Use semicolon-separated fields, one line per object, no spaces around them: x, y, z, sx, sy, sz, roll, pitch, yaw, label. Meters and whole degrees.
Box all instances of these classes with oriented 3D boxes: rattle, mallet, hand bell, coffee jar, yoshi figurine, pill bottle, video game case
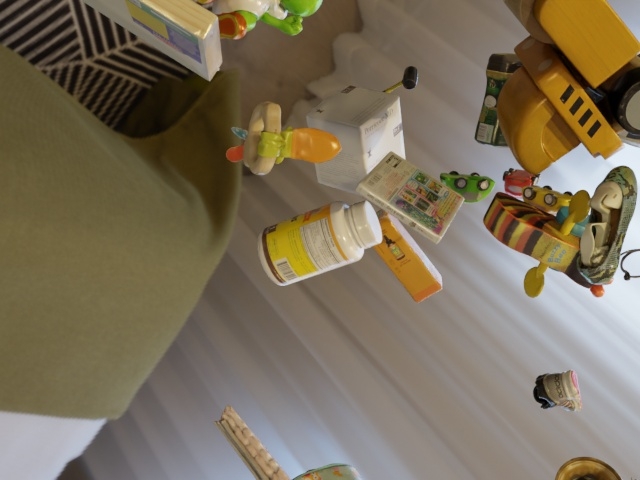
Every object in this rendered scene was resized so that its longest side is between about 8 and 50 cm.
-0.073;-0.171;1.263;0.143;0.130;0.200;-13;174;-22;rattle
0.188;-0.415;1.953;0.190;0.062;0.039;-18;133;43;mallet
0.509;0.529;1.401;0.126;0.126;0.242;-33;144;-16;hand bell
0.374;-0.284;1.451;0.096;0.079;0.184;-2;110;-26;coffee jar
-0.122;-0.596;1.745;0.362;0.203;0.203;-35;158;-51;yoshi figurine
0.000;0.000;1.325;0.215;0.117;0.117;-20;154;18;pill bottle
0.140;-0.070;1.093;0.019;0.143;0.157;-60;173;33;video game case

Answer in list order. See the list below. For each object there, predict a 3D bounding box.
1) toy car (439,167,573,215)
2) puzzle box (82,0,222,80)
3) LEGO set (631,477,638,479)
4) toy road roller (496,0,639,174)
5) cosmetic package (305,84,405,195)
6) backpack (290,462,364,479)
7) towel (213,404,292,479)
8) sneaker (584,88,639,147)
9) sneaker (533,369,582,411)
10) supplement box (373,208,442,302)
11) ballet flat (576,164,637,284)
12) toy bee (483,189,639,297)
0.326;-0.090;1.313;0.225;0.239;0.053;4;107;-7;toy car
-0.369;-0.456;1.326;0.052;0.409;0.272;-59;-175;-6;puzzle box
0.436;0.337;0.987;0.083;0.023;0.054;5;161;-28;LEGO set
0.350;-0.252;1.077;0.241;0.202;0.329;-38;116;21;toy road roller
0.082;-0.222;1.595;0.151;0.152;0.183;-42;137;-34;cosmetic package
-0.002;0.368;0.858;0.166;0.144;0.188;8;110;-42;backpack
-0.059;0.477;1.324;0.053;0.332;0.317;-38;152;-13;towel
0.527;-0.258;1.262;0.148;0.350;0.131;41;81;-24;sneaker
0.400;0.256;1.215;0.075;0.063;0.170;-10;158;18;sneaker
0.195;0.033;1.711;0.078;0.233;0.080;-33;-163;21;supplement box
0.420;-0.029;1.059;0.070;0.070;0.188;27;73;-57;ballet flat
0.415;0.012;1.156;0.162;0.299;0.195;-68;158;-60;toy bee
